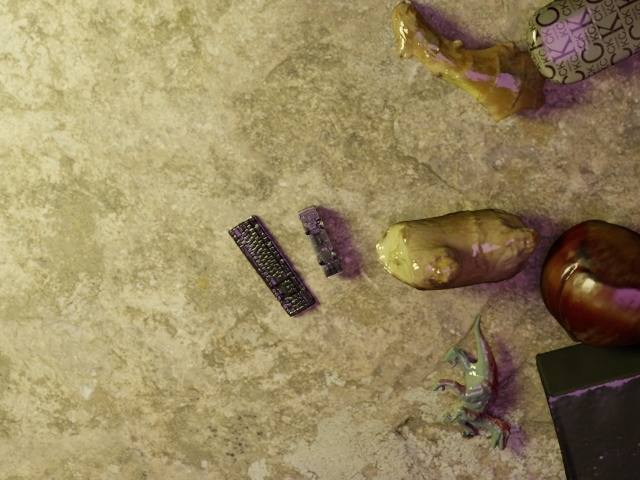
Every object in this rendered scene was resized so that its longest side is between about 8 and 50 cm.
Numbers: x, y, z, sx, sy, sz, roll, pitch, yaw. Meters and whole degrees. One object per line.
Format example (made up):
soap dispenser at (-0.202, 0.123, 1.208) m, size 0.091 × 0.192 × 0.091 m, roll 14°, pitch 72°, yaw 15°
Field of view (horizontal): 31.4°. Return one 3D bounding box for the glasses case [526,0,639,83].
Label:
glasses case at (0.496, -0.373, 1.813) m, size 0.354 × 0.085 × 0.137 m, roll -28°, pitch 101°, yaw -1°

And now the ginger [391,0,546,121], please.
ginger at (0.244, -0.301, 1.867) m, size 0.294 × 0.086 × 0.131 m, roll 32°, pitch 109°, yaw -2°

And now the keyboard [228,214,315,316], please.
keyboard at (-0.085, 0.047, 2.012) m, size 0.060 × 0.018 × 0.195 m, roll -33°, pitch 101°, yaw 14°

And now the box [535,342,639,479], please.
box at (0.566, 0.294, 1.948) m, size 0.345 × 0.204 × 0.251 m, roll -16°, pitch 104°, yaw 7°

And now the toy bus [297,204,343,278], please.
toy bus at (0.000, 0.000, 1.976) m, size 0.037 × 0.052 × 0.131 m, roll -23°, pitch 105°, yaw 4°

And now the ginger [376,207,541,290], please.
ginger at (0.230, 0.020, 1.895) m, size 0.275 × 0.221 × 0.130 m, roll -8°, pitch 96°, yaw 14°

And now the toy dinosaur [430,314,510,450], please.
toy dinosaur at (0.286, 0.250, 2.030) m, size 0.167 × 0.053 × 0.242 m, roll 16°, pitch 105°, yaw -3°

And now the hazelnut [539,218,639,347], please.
hazelnut at (0.477, 0.079, 1.900) m, size 0.229 × 0.229 × 0.230 m, roll 1°, pitch 106°, yaw 3°
